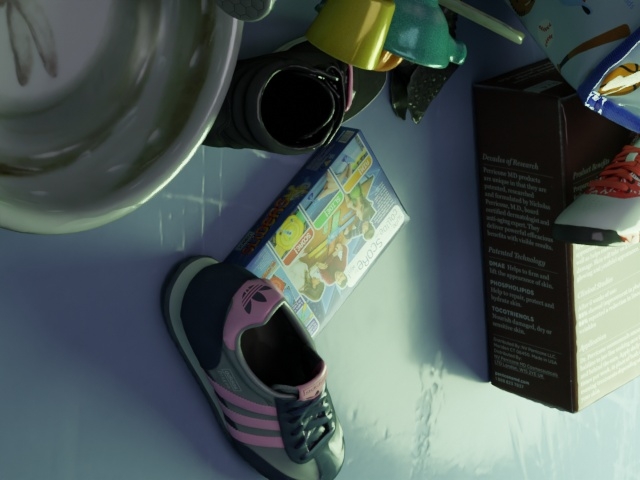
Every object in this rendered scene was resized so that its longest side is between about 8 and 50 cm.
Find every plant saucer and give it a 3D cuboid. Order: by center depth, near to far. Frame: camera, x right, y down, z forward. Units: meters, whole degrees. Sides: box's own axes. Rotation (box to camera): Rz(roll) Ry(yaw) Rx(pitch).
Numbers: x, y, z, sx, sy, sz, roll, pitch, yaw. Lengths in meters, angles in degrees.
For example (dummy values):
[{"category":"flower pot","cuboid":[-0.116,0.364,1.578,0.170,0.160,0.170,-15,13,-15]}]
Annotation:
[{"category":"plant saucer","cuboid":[-0.232,-0.208,1.330,0.400,0.100,0.401,-12,106,-46]}]

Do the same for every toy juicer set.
[{"category":"toy juicer set","cuboid":[0.037,-0.223,1.561,0.329,0.209,0.090,-7,127,-59]}]

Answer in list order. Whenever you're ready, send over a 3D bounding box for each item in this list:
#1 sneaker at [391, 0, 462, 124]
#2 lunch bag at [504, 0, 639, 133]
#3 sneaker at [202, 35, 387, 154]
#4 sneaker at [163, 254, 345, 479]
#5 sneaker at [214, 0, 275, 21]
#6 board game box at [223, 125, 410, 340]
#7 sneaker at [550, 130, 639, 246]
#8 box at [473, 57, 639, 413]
[{"category":"sneaker","cuboid":[0.121,-0.215,1.735,0.170,0.051,0.089,-56,133,-13]},{"category":"lunch bag","cuboid":[0.359,-0.343,1.638,0.385,0.328,0.239,-44,142,20]},{"category":"sneaker","cuboid":[-0.006,-0.134,1.556,0.295,0.146,0.105,-15,109,-44]},{"category":"sneaker","cuboid":[-0.036,0.152,1.610,0.112,0.131,0.319,-52,132,-23]},{"category":"sneaker","cuboid":[-0.076,-0.317,1.353,0.226,0.086,0.163,59,46,-26]},{"category":"board game box","cuboid":[0.000,0.000,1.676,0.201,0.035,0.136,-50,131,-24]},{"category":"sneaker","cuboid":[0.339,-0.080,1.769,0.270,0.090,0.145,-12,108,-46]},{"category":"box","cuboid":[0.294,-0.015,1.899,0.191,0.143,0.382,-21,117,-39]}]
